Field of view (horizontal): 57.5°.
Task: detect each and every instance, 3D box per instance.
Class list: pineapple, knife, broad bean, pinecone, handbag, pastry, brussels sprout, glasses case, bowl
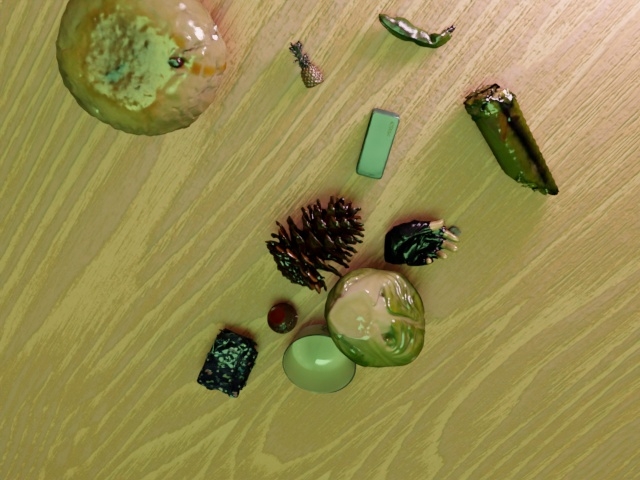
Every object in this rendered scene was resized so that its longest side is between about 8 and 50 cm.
[{"bbox_3d":[-0.038,-0.455,1.496,0.058,0.058,0.124,-21,109,15],"label":"pineapple"},{"bbox_3d":[0.344,0.015,1.727,0.044,0.023,0.162,42,114,-8],"label":"knife"},{"bbox_3d":[0.234,-0.515,1.442,0.195,0.046,0.061,8,107,-4],"label":"broad bean"},{"bbox_3d":[-0.002,-0.003,1.648,0.292,0.246,0.246,-42,108,2],"label":"pinecone"},{"bbox_3d":[-0.304,0.411,1.945,0.162,0.113,0.260,22,119,0],"label":"handbag"},{"bbox_3d":[-0.415,-0.441,1.390,0.388,0.312,0.388,-2,110,-4],"label":"pastry"},{"bbox_3d":[0.149,0.221,1.686,0.281,0.355,0.289,-7,79,22],"label":"brussels sprout"},{"bbox_3d":[0.154,-0.261,1.587,0.078,0.039,0.184,14,118,-2],"label":"glasses case"},{"bbox_3d":[0.000,0.365,1.883,0.238,0.126,0.238,2,118,4],"label":"bowl"}]

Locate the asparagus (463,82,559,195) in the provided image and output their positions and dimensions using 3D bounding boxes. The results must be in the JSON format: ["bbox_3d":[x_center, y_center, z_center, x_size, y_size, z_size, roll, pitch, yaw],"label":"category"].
[{"bbox_3d":[0.509,-0.240,1.527,0.108,0.128,0.382,-8,126,50],"label":"asparagus"}]

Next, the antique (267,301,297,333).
[{"bbox_3d":[-0.120,0.247,1.850,0.104,0.104,0.104,2,118,4],"label":"antique"}]

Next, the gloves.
[{"bbox_3d":[0.295,0.006,1.674,0.203,0.124,0.164,-2,129,-8],"label":"gloves"}]
